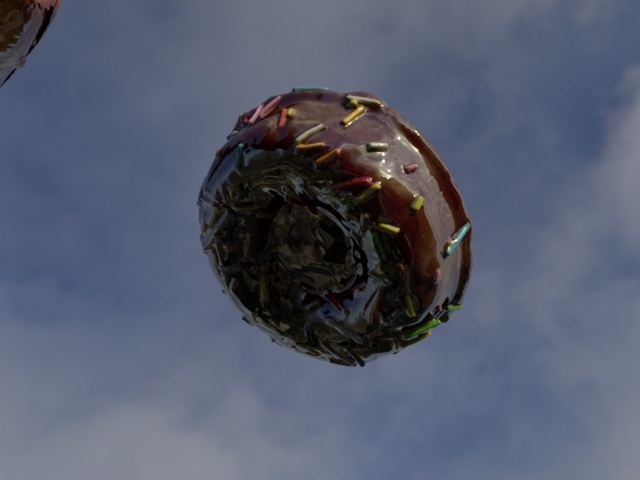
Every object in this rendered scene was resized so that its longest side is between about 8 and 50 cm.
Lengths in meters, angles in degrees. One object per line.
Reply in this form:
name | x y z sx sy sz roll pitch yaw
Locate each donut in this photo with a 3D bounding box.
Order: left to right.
donut | 0.000 0.000 0.605 0.235 0.089 0.235 16 -54 24

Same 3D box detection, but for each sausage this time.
sausage | -0.354 -0.201 0.796 0.102 0.102 0.330 36 -36 -27
